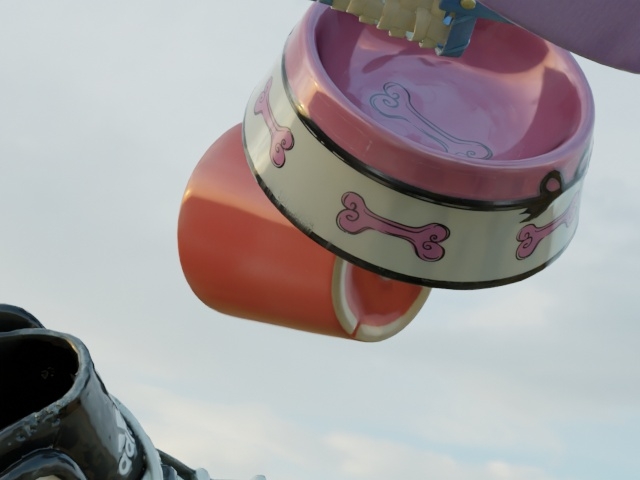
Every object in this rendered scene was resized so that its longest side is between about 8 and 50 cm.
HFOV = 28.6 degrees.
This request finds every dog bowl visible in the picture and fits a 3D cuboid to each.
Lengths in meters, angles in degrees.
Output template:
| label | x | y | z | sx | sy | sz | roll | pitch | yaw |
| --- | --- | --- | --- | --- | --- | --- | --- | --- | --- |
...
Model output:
| label | x | y | z | sx | sy | sz | roll | pitch | yaw |
| --- | --- | --- | --- | --- | --- | --- | --- | --- | --- |
| dog bowl | 0.124 | -0.142 | 1.409 | 0.408 | 0.408 | 0.150 | 13 | -47 | -8 |

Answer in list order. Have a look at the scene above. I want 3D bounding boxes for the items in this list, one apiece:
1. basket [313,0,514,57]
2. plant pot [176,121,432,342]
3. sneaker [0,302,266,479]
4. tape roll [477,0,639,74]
| label | x | y | z | sx | sy | sz | roll | pitch | yaw |
| --- | --- | --- | --- | --- | --- | --- | --- | --- | --- |
| basket | 0.134 | -0.285 | 1.061 | 0.289 | 0.255 | 0.201 | 8 | -36 | -1 |
| plant pot | 0.000 | 0.000 | 1.560 | 0.243 | 0.275 | 0.275 | 19 | -11 | 41 |
| sneaker | -0.067 | 0.161 | 0.595 | 0.447 | 0.169 | 0.257 | -1 | -46 | -22 |
| tape roll | 0.100 | -0.203 | 0.598 | 0.275 | 0.275 | 0.090 | 21 | -54 | -26 |
